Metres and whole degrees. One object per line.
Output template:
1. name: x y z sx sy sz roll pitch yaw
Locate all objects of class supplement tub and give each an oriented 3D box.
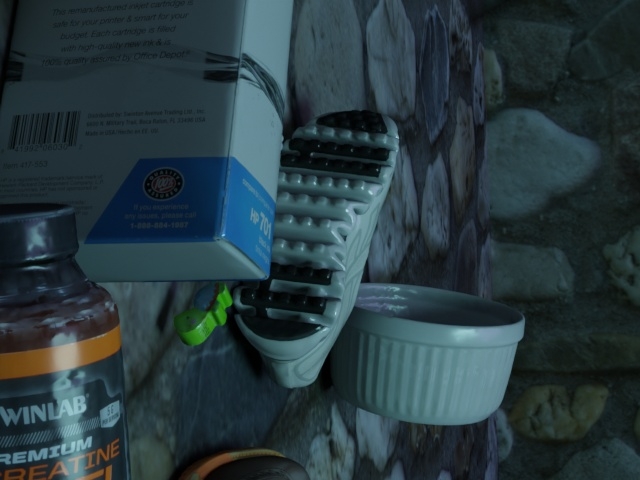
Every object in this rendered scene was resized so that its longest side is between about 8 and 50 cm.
1. supplement tub: -0.142 0.083 0.522 0.106 0.106 0.197 -27 115 -72

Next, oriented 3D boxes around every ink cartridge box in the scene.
1. ink cartridge box: -0.094 -0.078 0.619 0.082 0.140 0.190 48 44 -64

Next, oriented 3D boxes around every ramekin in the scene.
1. ramekin: 0.105 0.118 1.195 0.207 0.207 0.109 -18 116 -73

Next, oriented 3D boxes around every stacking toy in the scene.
1. stacking toy: -0.093 -0.058 0.796 0.167 0.052 0.221 68 29 -48

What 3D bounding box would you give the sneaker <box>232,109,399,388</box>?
1. sneaker: 0.000 0.000 1.026 0.118 0.110 0.292 81 25 -51

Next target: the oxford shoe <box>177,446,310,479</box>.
1. oxford shoe: -0.051 0.237 0.769 0.364 0.133 0.129 -34 122 -71
